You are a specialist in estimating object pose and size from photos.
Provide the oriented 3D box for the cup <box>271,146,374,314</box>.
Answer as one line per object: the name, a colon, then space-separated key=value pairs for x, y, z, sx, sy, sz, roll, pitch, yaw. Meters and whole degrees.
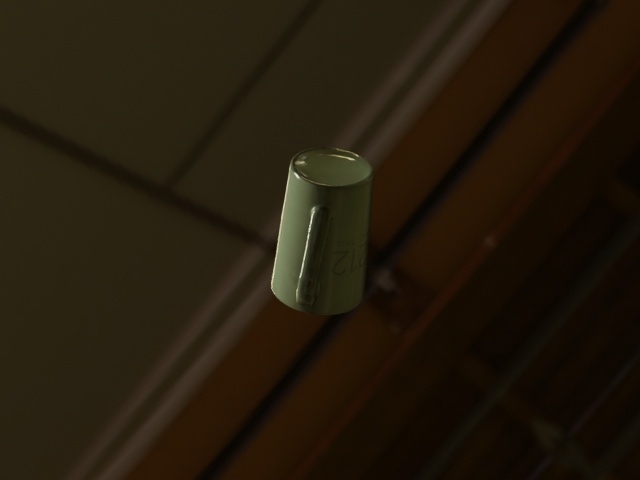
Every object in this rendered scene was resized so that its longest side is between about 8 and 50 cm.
cup: x=-0.004 y=-0.002 z=1.034 sx=0.075 sy=0.054 sz=0.083 roll=-30 pitch=-44 yaw=-45
